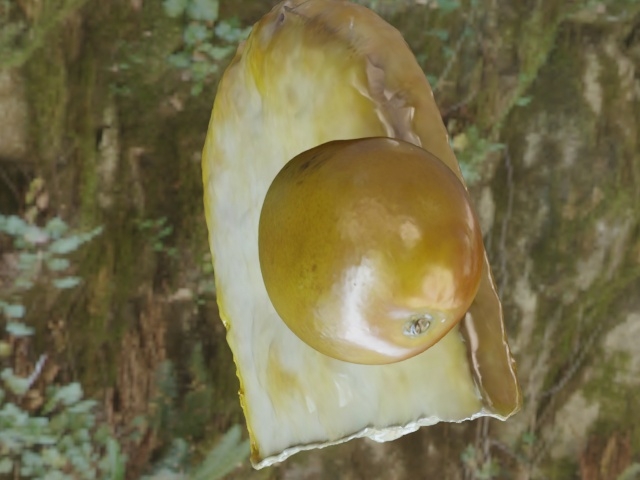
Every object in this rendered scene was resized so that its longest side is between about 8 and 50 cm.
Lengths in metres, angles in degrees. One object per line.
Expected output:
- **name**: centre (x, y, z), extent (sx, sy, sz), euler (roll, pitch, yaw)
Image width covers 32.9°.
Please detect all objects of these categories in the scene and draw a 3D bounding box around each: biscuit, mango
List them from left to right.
- **biscuit**: centre (0.001, 0.000, 1.013), extent (0.104, 0.446, 0.429), euler (-6, 160, -27)
- **mango**: centre (0.023, 0.005, 0.740), extent (0.120, 0.151, 0.221), euler (10, 179, -26)
